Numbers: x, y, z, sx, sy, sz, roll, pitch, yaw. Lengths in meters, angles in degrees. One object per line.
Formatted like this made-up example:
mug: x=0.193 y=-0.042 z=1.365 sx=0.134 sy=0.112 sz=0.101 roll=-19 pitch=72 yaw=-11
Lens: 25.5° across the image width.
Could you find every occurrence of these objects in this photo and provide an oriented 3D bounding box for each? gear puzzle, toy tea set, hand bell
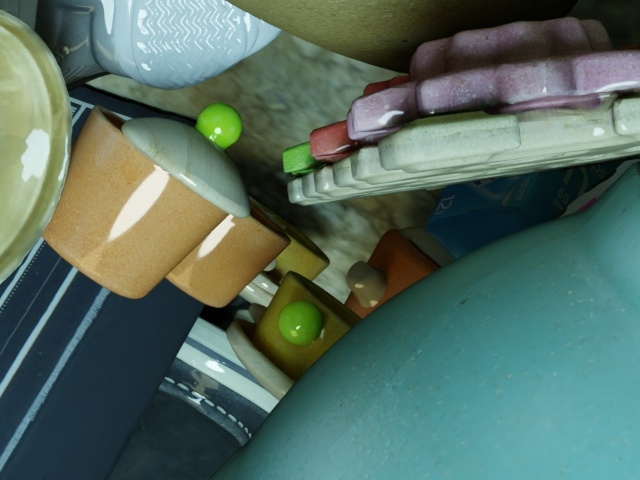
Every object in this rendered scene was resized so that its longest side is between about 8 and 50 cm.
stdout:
gear puzzle: x=0.075 y=-0.046 z=0.486 sx=0.175 sy=0.044 sz=0.339 roll=-8 pitch=180 yaw=-8
toy tea set: x=0.000 y=0.000 z=0.713 sx=0.200 sy=0.124 sz=0.336 roll=39 pitch=-176 yaw=14
hand bell: x=-0.233 y=-0.065 z=0.599 sx=0.242 sy=0.126 sz=0.126 roll=22 pitch=152 yaw=34

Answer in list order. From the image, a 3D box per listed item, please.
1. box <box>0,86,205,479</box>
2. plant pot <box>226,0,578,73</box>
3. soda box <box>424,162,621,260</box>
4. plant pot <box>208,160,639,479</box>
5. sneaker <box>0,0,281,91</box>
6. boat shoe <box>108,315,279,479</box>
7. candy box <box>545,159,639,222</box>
box: x=-0.254 y=0.042 z=0.861 sx=0.294 sy=0.296 sz=0.183 roll=20 pitch=150 yaw=14
plant pot: x=0.017 y=-0.156 z=0.427 sx=0.237 sy=0.237 sz=0.254 roll=15 pitch=165 yaw=22
soda box: x=0.151 y=0.028 z=0.733 sx=0.067 sy=0.071 sz=0.210 roll=-11 pitch=133 yaw=48
plant pot: x=0.125 y=0.098 z=0.481 sx=0.293 sy=0.293 sz=0.196 roll=31 pitch=108 yaw=-6
sneaker: x=-0.114 y=-0.125 z=0.686 sx=0.268 sy=0.153 sz=0.101 roll=-23 pitch=114 yaw=12
boat shoe: x=-0.140 y=0.197 z=1.164 sx=0.187 sy=0.156 sz=0.500 roll=32 pitch=149 yaw=-4
candy box: x=0.182 y=0.038 z=0.634 sx=0.165 sy=0.070 sz=0.196 roll=35 pitch=123 yaw=-22
